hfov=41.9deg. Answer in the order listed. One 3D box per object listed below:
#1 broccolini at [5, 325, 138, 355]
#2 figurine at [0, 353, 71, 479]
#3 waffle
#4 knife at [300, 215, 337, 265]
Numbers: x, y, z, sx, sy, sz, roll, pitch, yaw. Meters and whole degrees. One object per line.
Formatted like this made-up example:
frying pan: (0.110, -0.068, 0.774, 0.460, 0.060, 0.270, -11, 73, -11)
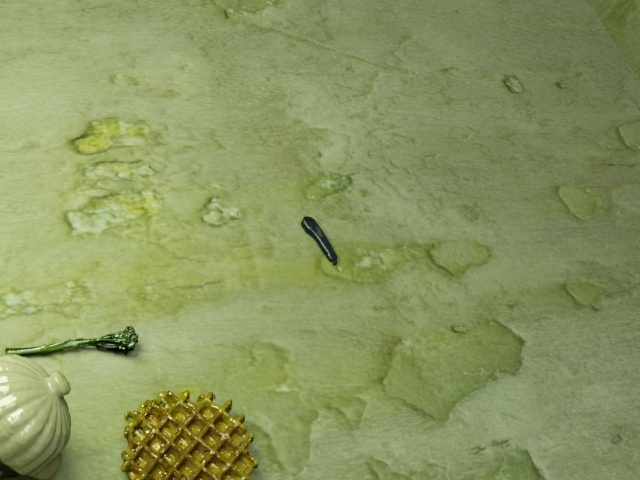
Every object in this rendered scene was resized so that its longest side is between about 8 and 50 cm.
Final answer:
broccolini: (-0.420, 0.174, 1.421, 0.218, 0.042, 0.044, 0, 57, -21)
figurine: (-0.521, 0.290, 1.193, 0.332, 0.204, 0.185, -19, 70, -32)
waffle: (-0.216, 0.356, 1.378, 0.229, 0.051, 0.231, 3, 56, -21)
knife: (0.000, 0.000, 1.731, 0.031, 0.018, 0.121, -20, 68, -40)
